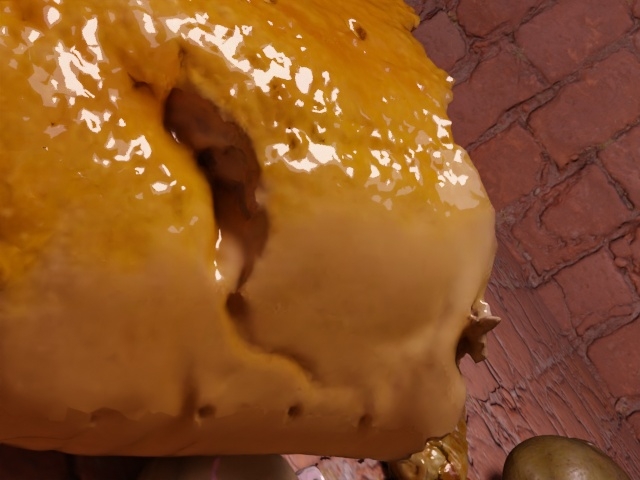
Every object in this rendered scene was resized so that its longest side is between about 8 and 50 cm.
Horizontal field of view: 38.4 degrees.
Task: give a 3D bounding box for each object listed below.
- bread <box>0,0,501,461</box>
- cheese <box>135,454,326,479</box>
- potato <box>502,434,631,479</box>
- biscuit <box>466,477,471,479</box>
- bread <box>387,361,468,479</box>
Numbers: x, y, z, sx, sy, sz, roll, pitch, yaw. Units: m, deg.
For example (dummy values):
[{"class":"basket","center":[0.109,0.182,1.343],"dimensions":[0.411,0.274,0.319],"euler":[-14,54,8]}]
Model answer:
[{"class":"bread","center":[-0.092,-0.062,0.551],"dimensions":[0.394,0.250,0.361],"euler":[15,36,-40]},{"class":"cheese","center":[-0.040,0.187,0.623],"dimensions":[0.137,0.064,0.227],"euler":[63,19,15]},{"class":"potato","center":[0.332,0.345,1.199],"dimensions":[0.251,0.159,0.174],"euler":[18,63,-43]},{"class":"biscuit","center":[0.198,0.379,1.000],"dimensions":[0.232,0.013,0.237],"euler":[57,17,6]},{"class":"bread","center":[0.126,0.182,1.073],"dimensions":[0.367,0.084,0.077],"euler":[-70,163,-72]}]
